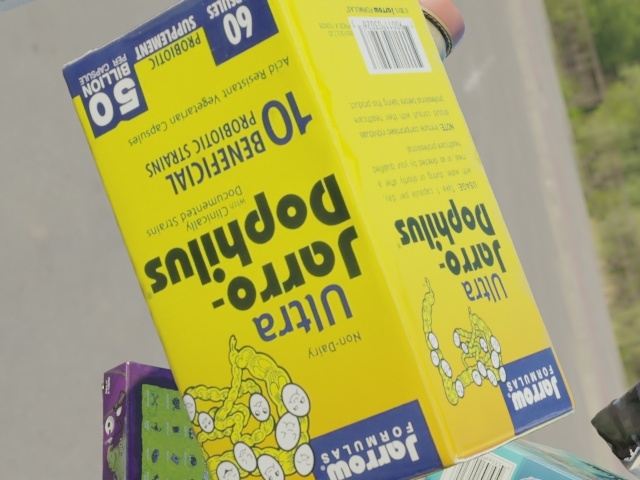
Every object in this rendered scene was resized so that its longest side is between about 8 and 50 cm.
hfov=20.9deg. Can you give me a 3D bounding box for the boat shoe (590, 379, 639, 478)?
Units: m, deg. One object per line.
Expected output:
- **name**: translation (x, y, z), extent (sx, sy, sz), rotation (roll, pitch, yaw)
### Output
- **boat shoe**: translation (0.472, 0.230, 1.987), extent (0.340, 0.158, 0.127), rotation (28, 20, -40)

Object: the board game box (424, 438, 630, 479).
- **board game box**: translation (0.265, 0.259, 1.537), extent (0.336, 0.254, 0.079), rotation (25, 89, -63)

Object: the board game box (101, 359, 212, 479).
- **board game box**: translation (-0.085, 0.285, 1.444), extent (0.208, 0.056, 0.346), rotation (13, 64, -32)

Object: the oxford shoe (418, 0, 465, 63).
- **oxford shoe**: translation (-0.006, -0.176, 1.833), extent (0.123, 0.348, 0.130), rotation (43, 59, -22)

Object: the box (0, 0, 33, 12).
- **box**: translation (-0.419, -0.420, 2.073), extent (0.058, 0.232, 0.322), rotation (-84, 151, -46)

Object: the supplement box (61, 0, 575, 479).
- **supplement box**: translation (0.000, 0.000, 1.223), extent (0.195, 0.194, 0.356), rotation (-11, 79, -57)
